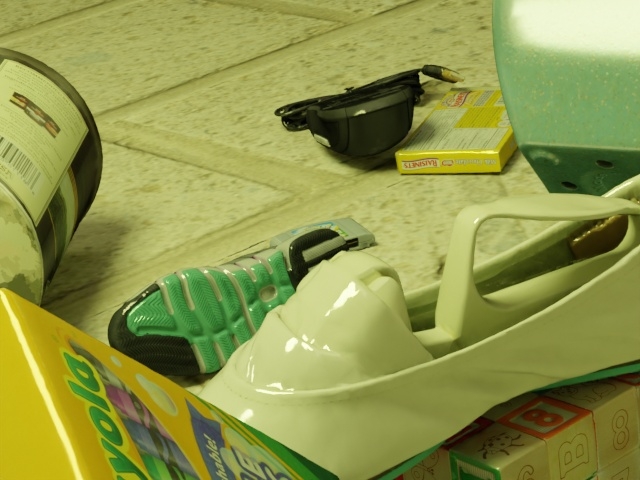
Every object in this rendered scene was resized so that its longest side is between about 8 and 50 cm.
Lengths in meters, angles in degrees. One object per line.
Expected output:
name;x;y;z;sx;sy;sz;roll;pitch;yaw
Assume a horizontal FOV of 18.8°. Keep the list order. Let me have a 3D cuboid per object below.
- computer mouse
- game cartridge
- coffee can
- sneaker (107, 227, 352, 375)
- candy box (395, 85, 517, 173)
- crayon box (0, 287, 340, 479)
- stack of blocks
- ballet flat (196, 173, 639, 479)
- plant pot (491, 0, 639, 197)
computer mouse;0.071;-0.129;1.945;0.184;0.060;0.262;-17;9;-14
game cartridge;0.000;0.000;1.705;0.083;0.017;0.056;-15;19;-19
coffee can;-0.305;-0.028;1.618;0.201;0.202;0.275;-5;22;6
sneaker;-0.080;0.056;1.538;0.223;0.083;0.098;-18;1;-31
candy box;0.154;-0.113;1.924;0.105;0.027;0.206;-2;21;22
crayon box;-0.071;0.152;0.888;0.083;0.323;0.203;-43;46;13
stack of blocks;0.160;0.107;1.282;0.297;0.087;0.171;-24;26;-36
ballet flat;0.068;0.049;1.158;0.400;0.139;0.139;-19;24;-23
plant pot;0.281;-0.152;1.652;0.247;0.248;0.252;6;67;29
